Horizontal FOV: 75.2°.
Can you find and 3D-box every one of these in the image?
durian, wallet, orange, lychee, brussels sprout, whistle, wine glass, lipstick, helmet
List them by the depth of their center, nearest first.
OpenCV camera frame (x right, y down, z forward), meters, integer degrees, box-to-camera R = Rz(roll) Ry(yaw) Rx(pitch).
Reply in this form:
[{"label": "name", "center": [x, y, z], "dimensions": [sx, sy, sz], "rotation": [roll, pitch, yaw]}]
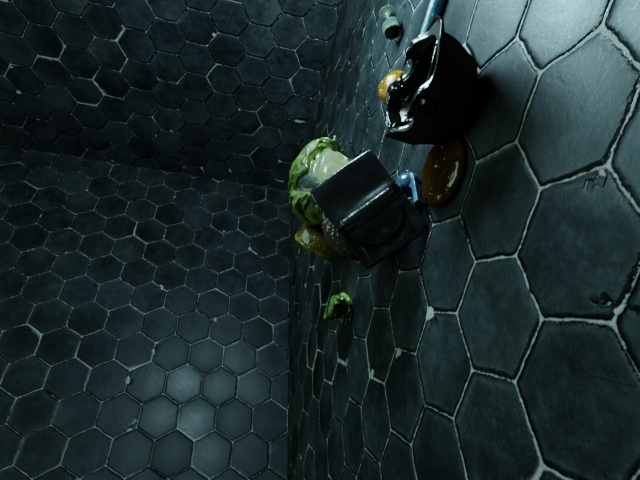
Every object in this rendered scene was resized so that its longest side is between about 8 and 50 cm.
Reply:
[{"label": "helmet", "center": [0.310, -0.399, 1.123], "dimensions": [0.338, 0.197, 0.271], "rotation": [123, 159, -50]}, {"label": "wallet", "center": [0.148, -0.097, 1.302], "dimensions": [0.323, 0.247, 0.041], "rotation": [56, 180, 14]}, {"label": "whistle", "center": [0.287, -0.165, 1.341], "dimensions": [0.090, 0.090, 0.158], "rotation": [118, 156, -56]}, {"label": "lipstick", "center": [0.369, -0.729, 1.388], "dimensions": [0.048, 0.048, 0.158], "rotation": [-104, 26, -59]}, {"label": "lychee", "center": [0.142, -0.078, 1.471], "dimensions": [0.300, 0.299, 0.300], "rotation": [-172, 90, -77]}, {"label": "orange", "center": [0.276, -0.561, 1.545], "dimensions": [0.135, 0.117, 0.136], "rotation": [-179, 90, -75]}, {"label": "wine glass", "center": [0.295, -0.914, 1.754], "dimensions": [0.079, 0.079, 0.196], "rotation": [111, 162, -46]}, {"label": "durian", "center": [0.089, 0.308, 1.875], "dimensions": [0.375, 0.106, 0.132], "rotation": [120, 157, -62]}, {"label": "brussels sprout", "center": [0.012, -0.260, 2.030], "dimensions": [0.361, 0.342, 0.426], "rotation": [118, 159, -64]}]

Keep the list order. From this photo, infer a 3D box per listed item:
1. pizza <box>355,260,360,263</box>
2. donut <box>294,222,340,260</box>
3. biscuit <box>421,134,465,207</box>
[{"label": "pizza", "center": [0.177, 0.002, 1.780], "dimensions": [0.292, 0.058, 0.197], "rotation": [173, 105, -77]}, {"label": "donut", "center": [0.000, 0.000, 2.114], "dimensions": [0.128, 0.261, 0.208], "rotation": [-66, -10, 18]}, {"label": "biscuit", "center": [0.347, -0.199, 1.197], "dimensions": [0.212, 0.036, 0.212], "rotation": [-172, 90, -76]}]
